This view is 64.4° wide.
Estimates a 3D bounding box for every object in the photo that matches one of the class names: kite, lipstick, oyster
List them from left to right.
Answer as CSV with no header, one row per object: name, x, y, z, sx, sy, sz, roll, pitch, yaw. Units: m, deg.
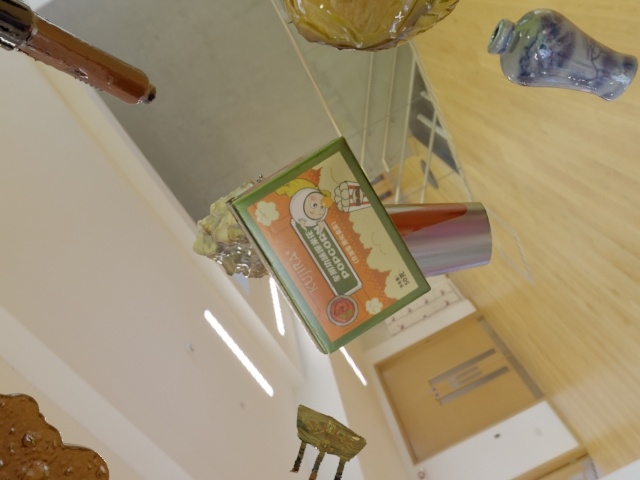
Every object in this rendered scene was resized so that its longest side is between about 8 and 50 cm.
lipstick,-0.422,-0.307,0.791,0.418,0.077,0.077,17,-138,-62
oyster,-0.125,-0.015,0.994,0.201,0.354,0.107,33,-141,-21
kite,0.007,0.341,0.834,0.141,0.015,0.245,22,-175,7

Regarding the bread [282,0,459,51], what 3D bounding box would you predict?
bread,0.055,-0.349,0.563,0.227,0.142,0.253,17,123,31

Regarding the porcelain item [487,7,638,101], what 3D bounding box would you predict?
porcelain item,0.446,-0.343,0.952,0.259,0.141,0.141,18,-172,-3

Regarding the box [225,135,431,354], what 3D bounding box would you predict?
box,0.000,0.000,0.610,0.195,0.148,0.177,59,177,-11

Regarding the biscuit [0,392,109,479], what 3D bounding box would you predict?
biscuit,-0.373,0.337,0.655,0.044,0.186,0.295,-20,111,49

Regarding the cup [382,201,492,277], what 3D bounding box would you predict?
cup,0.187,0.002,1.044,0.203,0.288,0.203,-6,-90,-88
